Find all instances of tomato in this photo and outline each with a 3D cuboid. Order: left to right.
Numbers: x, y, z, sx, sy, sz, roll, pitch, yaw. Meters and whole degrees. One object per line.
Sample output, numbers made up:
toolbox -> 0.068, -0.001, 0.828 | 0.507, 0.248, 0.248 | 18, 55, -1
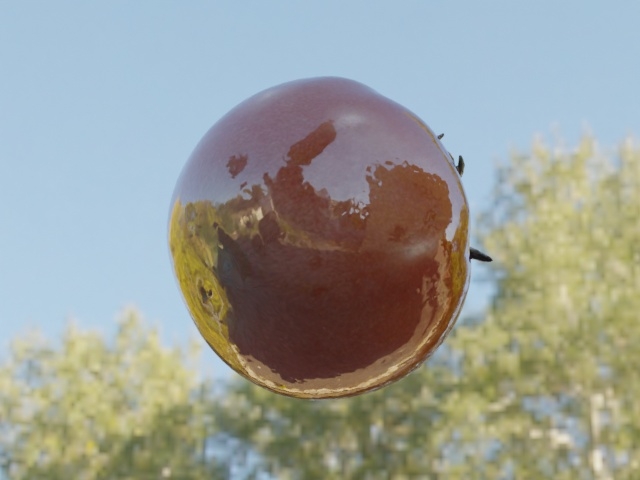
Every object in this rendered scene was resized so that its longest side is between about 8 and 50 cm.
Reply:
tomato -> 0.000, 0.000, 1.411 | 0.224, 0.256, 0.256 | -25, -12, -34
